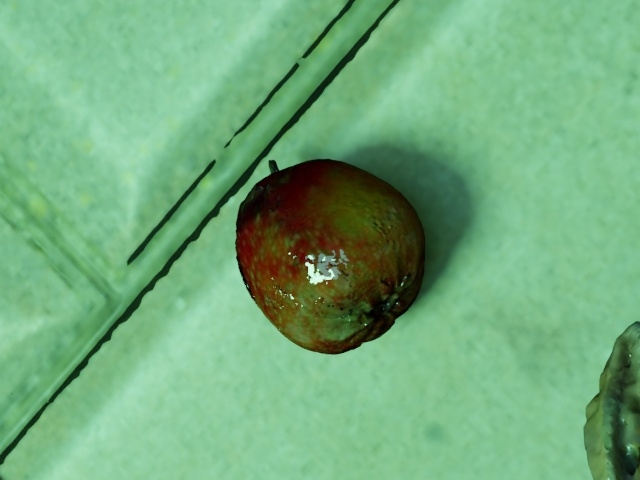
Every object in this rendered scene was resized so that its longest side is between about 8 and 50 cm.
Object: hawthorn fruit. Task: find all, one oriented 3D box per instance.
[{"bbox_3d":[0.003,0.004,0.590,0.077,0.077,0.077,1,92,18],"label":"hawthorn fruit"}]

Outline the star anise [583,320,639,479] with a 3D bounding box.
[{"bbox_3d":[0.158,0.138,0.539,0.229,0.093,0.236,-38,77,22],"label":"star anise"}]
